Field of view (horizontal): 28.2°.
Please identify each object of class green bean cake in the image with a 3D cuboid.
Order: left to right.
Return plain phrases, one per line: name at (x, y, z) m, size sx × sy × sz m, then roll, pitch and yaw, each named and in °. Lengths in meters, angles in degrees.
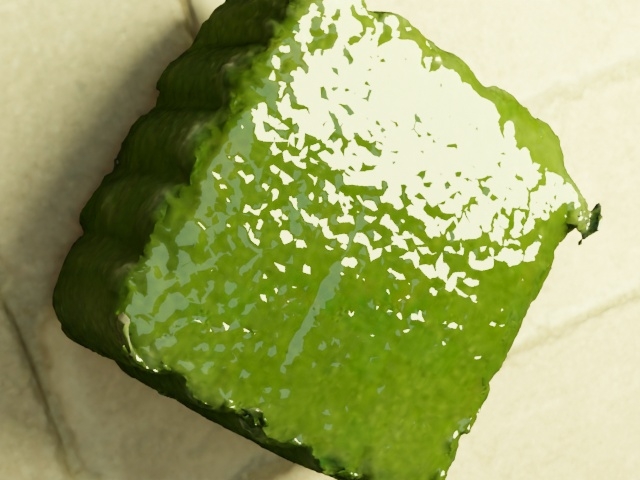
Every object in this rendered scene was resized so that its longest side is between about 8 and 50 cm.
green bean cake at (0.000, 0.000, 0.760) m, size 0.247 × 0.156 × 0.249 m, roll 31°, pitch 80°, yaw -24°
